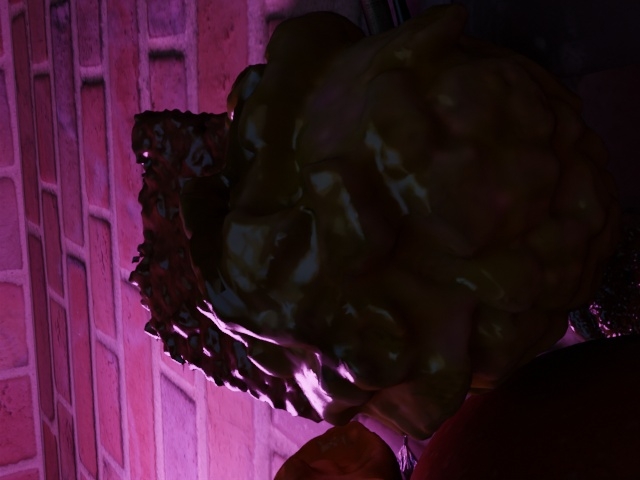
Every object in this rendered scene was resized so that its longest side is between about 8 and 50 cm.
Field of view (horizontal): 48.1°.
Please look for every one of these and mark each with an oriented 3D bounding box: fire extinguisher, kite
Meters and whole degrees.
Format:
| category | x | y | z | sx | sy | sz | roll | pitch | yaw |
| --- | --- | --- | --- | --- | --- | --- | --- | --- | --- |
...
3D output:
| category | x | y | z | sx | sy | sz | roll | pitch | yaw |
| --- | --- | --- | --- | --- | --- | --- | --- | --- | --- |
| fire extinguisher | 0.067 | -0.249 | 0.762 | 0.049 | 0.035 | 0.173 | 1 | 117 | 47 |
| kite | 0.106 | 0.255 | 0.863 | 0.044 | 0.002 | 0.078 | 33 | 123 | 48 |

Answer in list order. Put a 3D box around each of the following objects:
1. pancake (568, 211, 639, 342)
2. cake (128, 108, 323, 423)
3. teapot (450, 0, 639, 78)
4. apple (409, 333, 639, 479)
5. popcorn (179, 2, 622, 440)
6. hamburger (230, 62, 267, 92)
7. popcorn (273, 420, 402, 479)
| category | x | y | z | sx | sy | sz | roll | pitch | yaw |
| --- | --- | --- | --- | --- | --- | --- | --- | --- | --- |
| pancake | 0.258 | 0.044 | 0.587 | 0.139 | 0.022 | 0.140 | 13 | 106 | 53 |
| cake | 0.000 | 0.000 | 0.704 | 0.282 | 0.290 | 0.256 | 11 | 105 | 45 |
| teapot | 0.162 | -0.292 | 0.443 | 0.315 | 0.233 | 0.312 | -78 | -31 | -67 |
| apple | 0.202 | 0.221 | 0.414 | 0.348 | 0.276 | 0.349 | -18 | -90 | -89 |
| popcorn | 0.032 | -0.009 | 0.416 | 0.259 | 0.212 | 0.259 | 17 | 143 | 13 |
| hamburger | -0.071 | -0.138 | 0.939 | 0.206 | 0.129 | 0.183 | 21 | 111 | 54 |
| popcorn | 0.051 | 0.339 | 0.754 | 0.297 | 0.280 | 0.316 | 76 | 177 | -51 |
